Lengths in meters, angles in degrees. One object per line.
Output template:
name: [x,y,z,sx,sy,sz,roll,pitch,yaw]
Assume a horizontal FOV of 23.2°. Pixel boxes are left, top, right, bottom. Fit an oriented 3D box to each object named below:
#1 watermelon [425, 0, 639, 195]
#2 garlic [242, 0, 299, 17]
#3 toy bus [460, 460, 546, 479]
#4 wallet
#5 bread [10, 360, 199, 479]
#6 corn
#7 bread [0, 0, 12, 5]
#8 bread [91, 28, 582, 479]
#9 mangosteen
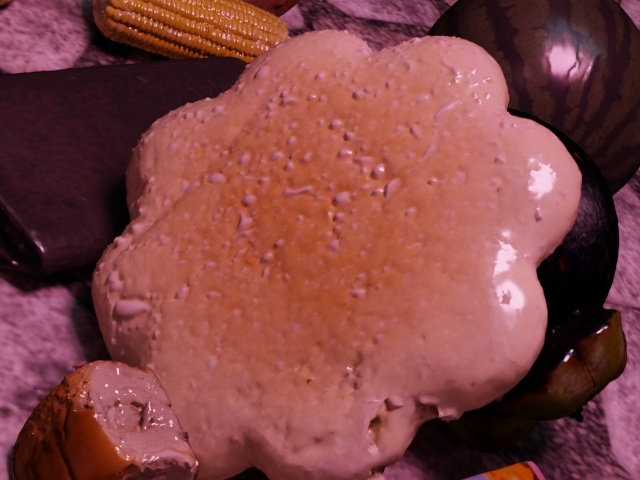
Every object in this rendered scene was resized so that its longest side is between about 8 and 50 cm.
watermelon: [0.175,-0.115,1.277,0.212,0.212,0.212,23,32,-15]
garlic: [-0.093,-0.249,1.304,0.198,0.128,0.090,18,50,-28]
toy bus: [0.137,0.254,0.838,0.112,0.090,0.274,-5,47,-36]
wallet: [-0.125,-0.057,1.090,0.321,0.044,0.170,-11,54,-50]
bread: [-0.115,0.114,0.830,0.077,0.070,0.083,8,36,-36]
corn: [-0.102,-0.174,1.254,0.165,0.063,0.085,15,12,-27]
bread: [-0.257,-0.217,1.155,0.103,0.156,0.110,23,64,-2]
bread: [0.000,0.000,0.907,0.316,0.316,0.054,57,4,36]
mangosteen: [0.100,0.022,1.026,0.243,0.243,0.243,23,32,-15]
